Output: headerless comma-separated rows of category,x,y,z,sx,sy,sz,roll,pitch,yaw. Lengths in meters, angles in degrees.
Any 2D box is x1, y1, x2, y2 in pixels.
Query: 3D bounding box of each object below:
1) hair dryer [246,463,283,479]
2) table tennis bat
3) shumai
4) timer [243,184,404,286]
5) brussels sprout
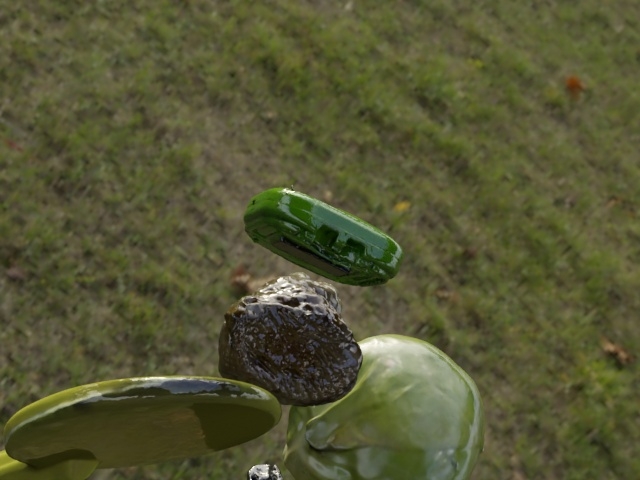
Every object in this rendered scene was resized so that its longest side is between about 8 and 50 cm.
hair dryer,0.040,0.373,1.323,0.302,0.244,0.116,2,25,-2
table tennis bat,-0.195,0.177,1.054,0.224,0.369,0.054,16,57,-45
shumai,-0.062,0.139,1.778,0.218,0.184,0.185,3,17,-23
timer,0.000,0.000,1.099,0.140,0.128,0.047,27,77,-15
brussels sprout,0.111,0.311,1.932,0.328,0.328,0.247,59,-1,26
